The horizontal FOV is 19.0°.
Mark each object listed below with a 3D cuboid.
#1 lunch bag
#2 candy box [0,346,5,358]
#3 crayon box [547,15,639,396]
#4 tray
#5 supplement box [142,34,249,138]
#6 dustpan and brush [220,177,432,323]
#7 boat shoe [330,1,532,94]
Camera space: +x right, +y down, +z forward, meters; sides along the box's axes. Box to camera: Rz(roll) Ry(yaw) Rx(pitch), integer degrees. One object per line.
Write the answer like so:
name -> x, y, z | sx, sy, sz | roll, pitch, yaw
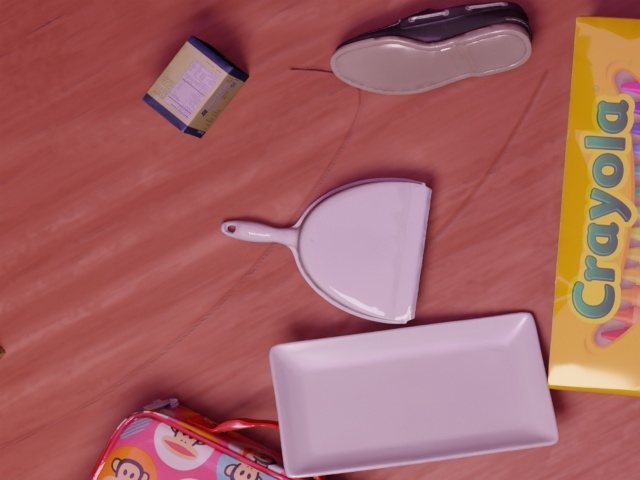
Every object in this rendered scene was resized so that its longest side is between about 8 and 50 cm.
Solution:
lunch bag -> -0.099, 0.295, 1.922 | 0.293, 0.120, 0.258 | 28, 93, 10
candy box -> -0.421, 0.169, 1.987 | 0.053, 0.109, 0.186 | 43, 96, 8
crayon box -> 0.391, -0.024, 1.846 | 0.313, 0.106, 0.363 | 4, 90, 10
tray -> 0.091, 0.156, 1.895 | 0.270, 0.030, 0.145 | -7, 64, -4
supplement box -> -0.127, -0.156, 1.951 | 0.056, 0.083, 0.083 | 39, 95, 9
dustpan and brush -> 0.000, 0.000, 1.948 | 0.211, 0.060, 0.147 | 8, 89, 3
boat shoe -> 0.113, -0.199, 1.933 | 0.206, 0.075, 0.065 | -7, 45, 15
